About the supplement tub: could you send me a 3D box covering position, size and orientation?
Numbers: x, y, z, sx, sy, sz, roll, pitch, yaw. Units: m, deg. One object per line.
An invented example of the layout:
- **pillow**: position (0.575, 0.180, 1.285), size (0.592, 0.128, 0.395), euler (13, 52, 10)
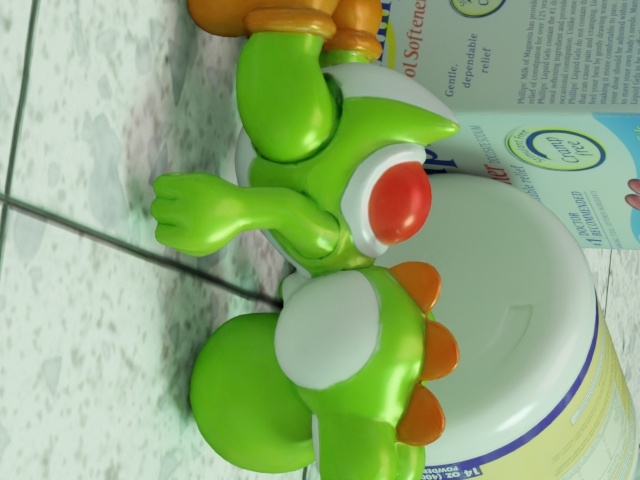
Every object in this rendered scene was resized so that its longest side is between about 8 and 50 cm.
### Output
- **supplement tub**: position (0.124, 0.128, 1.491), size (0.331, 0.241, 0.241), euler (62, 38, -53)

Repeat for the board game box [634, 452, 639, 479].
- **board game box**: position (0.294, 0.385, 2.048), size (0.303, 0.097, 0.224), euler (89, 14, -61)

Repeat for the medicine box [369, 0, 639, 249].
- **medicine box**: position (0.157, -0.108, 1.470), size (0.263, 0.289, 0.149), euler (50, 46, -60)

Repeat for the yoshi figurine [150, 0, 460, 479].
- **yoshi figurine**: position (-0.028, 0.004, 1.257), size (0.203, 0.203, 0.362), euler (150, -66, -68)
